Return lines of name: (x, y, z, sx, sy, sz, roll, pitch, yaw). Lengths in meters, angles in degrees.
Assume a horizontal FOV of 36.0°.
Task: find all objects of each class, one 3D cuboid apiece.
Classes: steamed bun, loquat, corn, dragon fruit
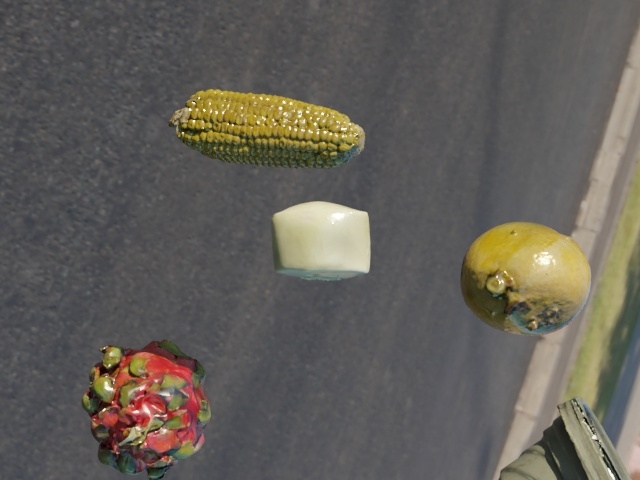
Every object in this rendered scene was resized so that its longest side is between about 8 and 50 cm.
steamed bun: (0.000, 0.000, 2.456, 0.155, 0.250, 0.200, 85, 5, -85)
loquat: (0.269, 0.053, 1.312, 0.204, 0.172, 0.149, -15, 115, -59)
corn: (-0.089, -0.174, 1.569, 0.119, 0.322, 0.119, 11, 90, -75)
dragon fruit: (-0.329, 0.308, 1.856, 0.237, 0.303, 0.231, -5, 118, -21)

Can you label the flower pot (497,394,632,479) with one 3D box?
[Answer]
flower pot: (0.284, 0.301, 1.089, 0.140, 0.235, 0.235, -31, 158, 10)
